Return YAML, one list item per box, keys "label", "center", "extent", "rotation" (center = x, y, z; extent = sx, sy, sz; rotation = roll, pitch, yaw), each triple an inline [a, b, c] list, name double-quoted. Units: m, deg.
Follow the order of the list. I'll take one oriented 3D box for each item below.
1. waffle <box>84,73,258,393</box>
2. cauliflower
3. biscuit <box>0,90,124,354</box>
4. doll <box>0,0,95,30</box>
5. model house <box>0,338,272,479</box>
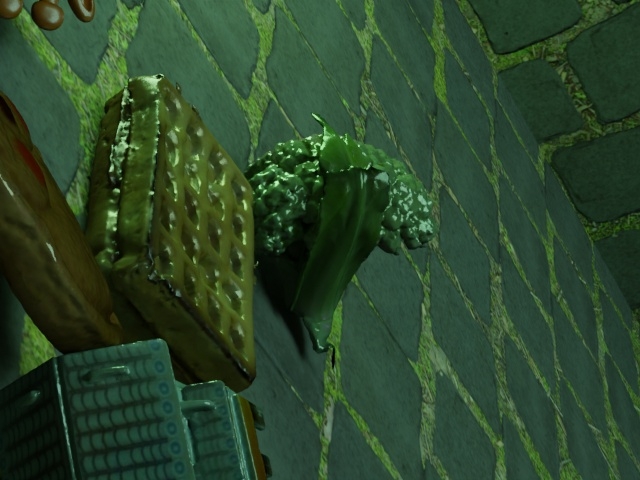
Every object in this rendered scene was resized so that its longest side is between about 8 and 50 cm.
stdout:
- label: "waffle"
  center: [-0.154, -0.002, 1.880]
  extent: [0.224, 0.098, 0.328]
  rotation: [54, 21, -37]
- label: "cauliflower"
  center: [0.000, 0.000, 2.195]
  extent: [0.256, 0.239, 0.315]
  rotation: [-14, 116, -58]
- label: "biscuit"
  center: [-0.287, -0.091, 1.475]
  extent: [0.455, 0.078, 0.350]
  rotation: [61, 0, -20]
- label: "doll"
  center: [-0.298, -0.309, 1.824]
  extent: [0.143, 0.135, 0.221]
  rotation: [14, 55, -27]
- label: "model house"
  center: [-0.150, 0.224, 1.474]
  extent: [0.215, 0.198, 0.224]
  rotation: [37, 37, -61]
